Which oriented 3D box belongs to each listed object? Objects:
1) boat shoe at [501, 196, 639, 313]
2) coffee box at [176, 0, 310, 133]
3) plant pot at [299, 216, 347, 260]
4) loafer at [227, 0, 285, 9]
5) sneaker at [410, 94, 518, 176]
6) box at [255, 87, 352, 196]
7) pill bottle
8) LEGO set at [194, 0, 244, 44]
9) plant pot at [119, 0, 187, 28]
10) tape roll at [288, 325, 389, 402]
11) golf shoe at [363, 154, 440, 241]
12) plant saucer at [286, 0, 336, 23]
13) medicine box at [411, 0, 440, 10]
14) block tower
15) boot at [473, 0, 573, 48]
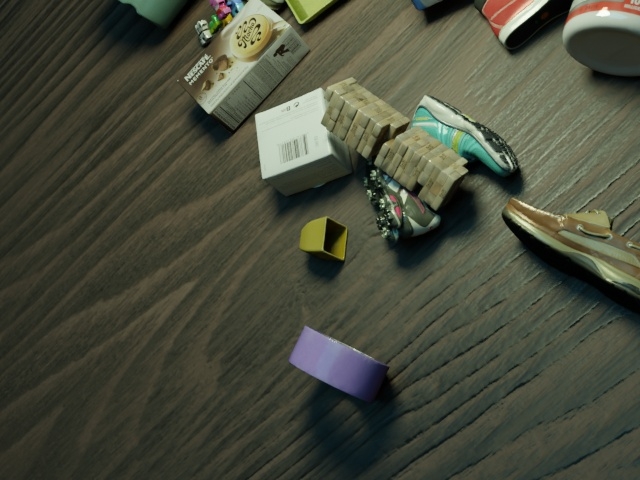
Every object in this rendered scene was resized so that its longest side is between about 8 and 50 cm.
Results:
[{"bbox_3d":[0.495,0.007,1.364,0.324,0.122,0.120,35,85,24],"label":"boat shoe"},{"bbox_3d":[-0.197,-0.444,1.873,0.297,0.119,0.168,-46,58,5],"label":"coffee box"},{"bbox_3d":[0.000,0.000,1.638,0.083,0.081,0.081,-6,69,37],"label":"plant pot"},{"bbox_3d":[-0.197,-0.657,1.980,0.251,0.094,0.087,29,121,30],"label":"loafer"},{"bbox_3d":[0.301,-0.204,1.559,0.275,0.107,0.110,42,114,36],"label":"sneaker"},{"bbox_3d":[-0.040,-0.225,1.713,0.181,0.119,0.182,-18,64,21],"label":"box"},{"bbox_3d":[0.619,-0.523,1.424,0.210,0.210,0.363,15,80,31],"label":"pill bottle"},{"bbox_3d":[-0.268,-0.608,1.941,0.087,0.227,0.093,-28,95,-25],"label":"LEGO set"},{"bbox_3d":[-0.445,-0.792,2.021,0.341,0.341,0.334,42,102,32],"label":"plant pot"},{"bbox_3d":[0.036,0.244,1.465,0.189,0.189,0.080,22,83,32],"label":"tape roll"},{"bbox_3d":[0.165,-0.111,1.594,0.120,0.105,0.272,-7,53,-10],"label":"golf shoe"},{"bbox_3d":[-0.004,-0.659,1.893,0.188,0.045,0.188,-34,60,12],"label":"plant saucer"},{"bbox_3d":[0.303,-0.708,1.662,0.289,0.149,0.263,-21,51,21],"label":"medicine box"},{"bbox_3d":[0.150,-0.205,1.544,0.335,0.091,0.097,41,133,16],"label":"block tower"},{"bbox_3d":[0.459,-0.552,1.594,0.244,0.088,0.176,-34,59,17],"label":"boot"}]
